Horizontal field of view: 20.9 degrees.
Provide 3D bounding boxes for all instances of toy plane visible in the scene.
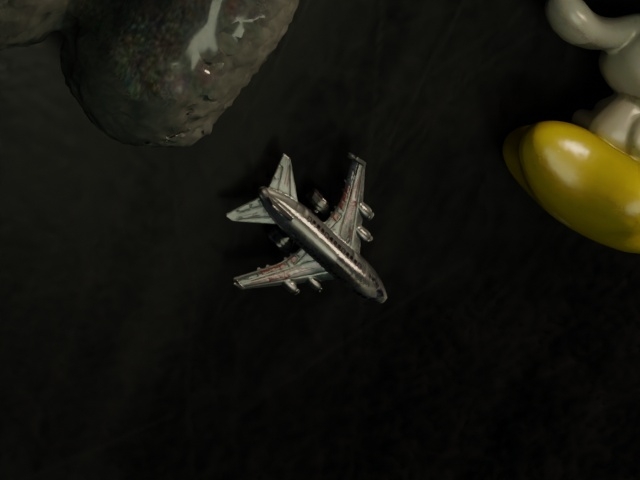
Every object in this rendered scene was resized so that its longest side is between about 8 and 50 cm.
[{"bbox_3d":[0.000,0.000,0.766,0.078,0.031,0.083,-45,120,8],"label":"toy plane"}]

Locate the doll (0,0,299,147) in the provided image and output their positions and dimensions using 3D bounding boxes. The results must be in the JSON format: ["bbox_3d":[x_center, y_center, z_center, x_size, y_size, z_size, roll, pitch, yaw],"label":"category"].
[{"bbox_3d":[-0.021,-0.174,0.596,0.246,0.158,0.340,32,106,-17],"label":"doll"}]

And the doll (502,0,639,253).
[{"bbox_3d":[0.137,-0.057,0.765,0.113,0.071,0.135,-37,117,-6],"label":"doll"}]
